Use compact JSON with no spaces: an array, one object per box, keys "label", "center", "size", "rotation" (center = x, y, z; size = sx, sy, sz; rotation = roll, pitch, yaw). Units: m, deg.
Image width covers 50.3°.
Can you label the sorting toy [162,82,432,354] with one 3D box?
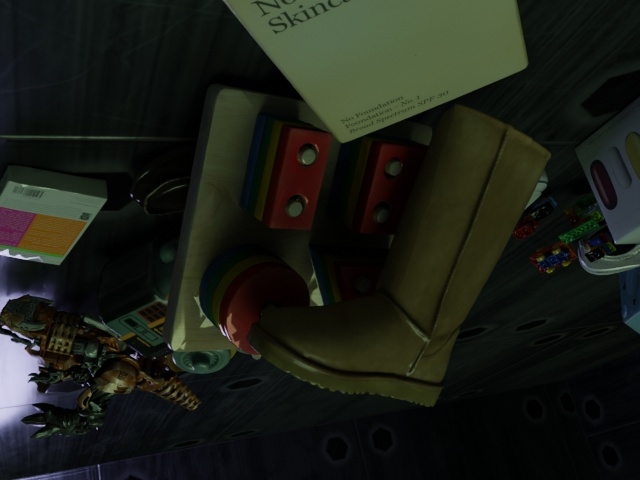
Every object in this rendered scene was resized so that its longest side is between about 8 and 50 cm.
[{"label":"sorting toy","center":[0.000,0.000,0.672],"size":[0.257,0.089,0.256],"rotation":[3,109,-35]}]

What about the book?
[{"label":"book","center":[-0.298,-0.024,0.715],"size":[0.096,0.035,0.144],"rotation":[9,148,-38]}]

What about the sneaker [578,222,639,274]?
[{"label":"sneaker","center":[0.583,-0.009,1.171],"size":[0.281,0.105,0.115],"rotation":[-23,156,23]}]

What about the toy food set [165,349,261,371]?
[{"label":"toy food set","center":[-0.192,0.133,1.074],"size":[0.217,0.071,0.128],"rotation":[-8,122,11]}]

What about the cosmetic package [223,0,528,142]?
[{"label":"cosmetic package","center":[0.017,-0.192,0.402],"size":[0.160,0.113,0.309],"rotation":[-21,158,16]}]

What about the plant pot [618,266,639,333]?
[{"label":"plant pot","center":[0.722,0.080,1.308],"size":[0.252,0.248,0.247],"rotation":[3,158,6]}]

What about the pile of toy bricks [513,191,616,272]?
[{"label":"pile of toy bricks","center":[0.397,-0.040,1.013],"size":[0.212,0.118,0.105],"rotation":[-34,-171,50]}]

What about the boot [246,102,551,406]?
[{"label":"boot","center":[0.076,0.003,0.620],"size":[0.236,0.270,0.089],"rotation":[19,-174,-41]}]

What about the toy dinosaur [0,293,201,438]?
[{"label":"toy dinosaur","center":[-0.326,0.192,1.001],"size":[0.322,0.164,0.218],"rotation":[45,124,-13]}]

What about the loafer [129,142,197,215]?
[{"label":"loafer","center":[-0.084,-0.054,0.707],"size":[0.219,0.079,0.080],"rotation":[-9,157,-12]}]

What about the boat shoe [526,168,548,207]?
[{"label":"boat shoe","center":[0.230,-0.015,0.976],"size":[0.095,0.084,0.258],"rotation":[1,154,-31]}]

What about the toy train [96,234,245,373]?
[{"label":"toy train","center":[-0.114,0.053,0.855],"size":[0.333,0.142,0.190],"rotation":[-24,135,19]}]

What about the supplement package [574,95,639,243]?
[{"label":"supplement package","center":[0.485,-0.117,0.808],"size":[0.203,0.145,0.262],"rotation":[-3,155,-26]}]
